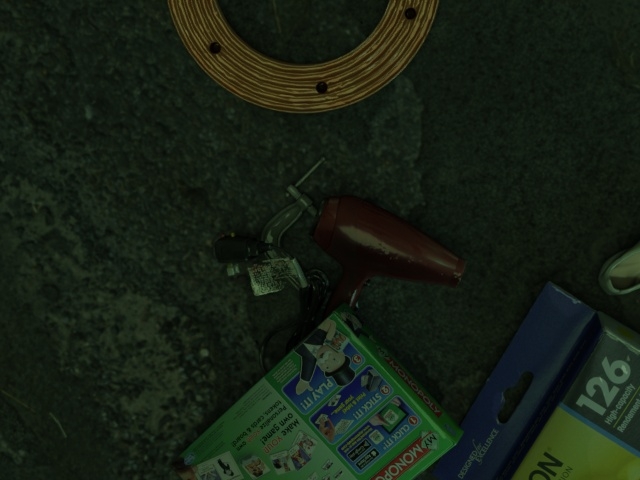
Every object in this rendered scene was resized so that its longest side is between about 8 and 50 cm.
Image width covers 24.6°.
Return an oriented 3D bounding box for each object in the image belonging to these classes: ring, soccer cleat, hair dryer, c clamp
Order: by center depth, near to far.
[{"bbox_3d":[0.419,0.004,1.748,0.196,0.076,0.068,-37,93,9],"label":"soccer cleat"},{"bbox_3d":[-0.020,-0.322,1.767,0.337,0.032,0.336,1,99,6],"label":"ring"},{"bbox_3d":[0.036,0.049,1.786,0.294,0.080,0.223,-14,116,19],"label":"hair dryer"},{"bbox_3d":[0.000,0.000,1.814,0.137,0.022,0.160,-38,94,10],"label":"c clamp"}]

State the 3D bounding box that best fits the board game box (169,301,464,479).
[{"bbox_3d":[-0.010,0.254,1.793,0.213,0.046,0.317,47,114,2],"label":"board game box"}]

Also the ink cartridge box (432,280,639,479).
[{"bbox_3d":[0.326,0.256,1.752,0.307,0.072,0.303,31,109,8],"label":"ink cartridge box"}]
